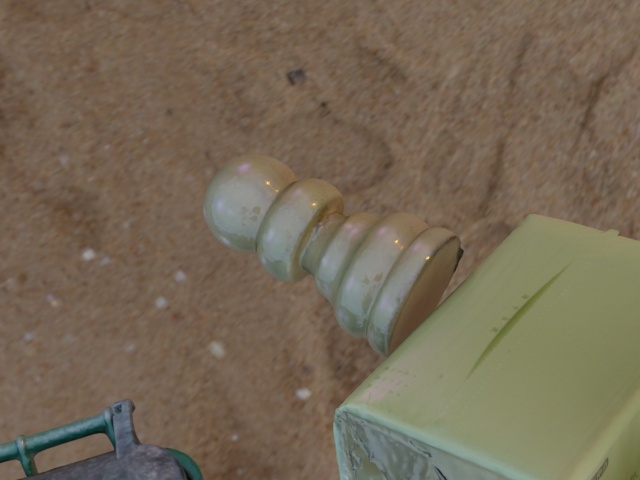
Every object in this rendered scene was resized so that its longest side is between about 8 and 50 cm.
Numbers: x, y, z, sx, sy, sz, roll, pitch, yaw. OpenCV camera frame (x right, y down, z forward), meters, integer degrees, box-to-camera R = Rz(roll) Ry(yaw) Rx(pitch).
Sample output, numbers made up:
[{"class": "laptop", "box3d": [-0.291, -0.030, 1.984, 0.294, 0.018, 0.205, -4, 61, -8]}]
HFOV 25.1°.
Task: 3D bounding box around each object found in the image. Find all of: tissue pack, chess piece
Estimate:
[{"class": "tissue pack", "box3d": [0.141, 0.100, 0.906, 0.159, 0.234, 0.125, 19, 133, 33]}, {"class": "chess piece", "box3d": [0.000, 0.000, 0.963, 0.170, 0.094, 0.094, 29, 117, 20]}]

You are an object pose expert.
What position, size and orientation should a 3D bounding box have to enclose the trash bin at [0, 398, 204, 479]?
[{"class": "trash bin", "box3d": [-0.168, 0.344, 1.113, 0.259, 0.295, 0.381, -17, 143, -2]}]
